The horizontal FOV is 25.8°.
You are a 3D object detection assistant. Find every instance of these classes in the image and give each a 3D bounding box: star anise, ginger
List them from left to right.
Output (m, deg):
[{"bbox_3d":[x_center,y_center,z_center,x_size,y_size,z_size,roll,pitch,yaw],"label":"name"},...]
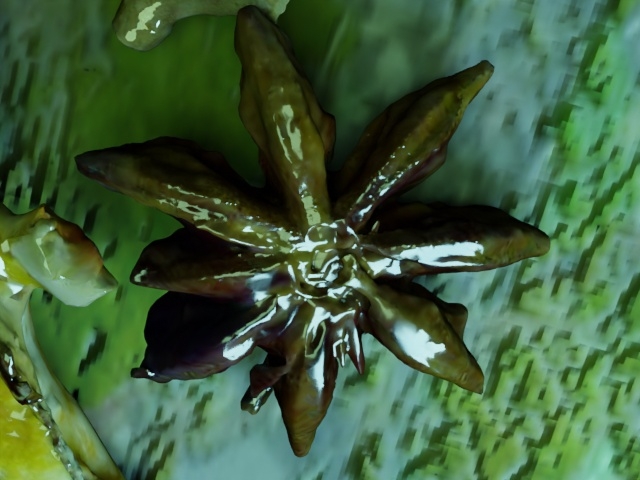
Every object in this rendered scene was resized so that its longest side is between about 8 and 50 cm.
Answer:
[{"bbox_3d":[-0.024,-0.091,0.466,0.097,0.030,0.048,-41,72,15],"label":"ginger"},{"bbox_3d":[-0.001,0.000,0.471,0.167,0.057,0.168,-3,119,-6],"label":"star anise"}]

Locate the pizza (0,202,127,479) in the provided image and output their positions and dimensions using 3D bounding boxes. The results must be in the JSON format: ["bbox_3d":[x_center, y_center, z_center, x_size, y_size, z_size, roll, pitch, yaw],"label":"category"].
[{"bbox_3d":[-0.166,0.016,0.485,0.189,0.071,0.297,-11,119,12],"label":"pizza"}]
